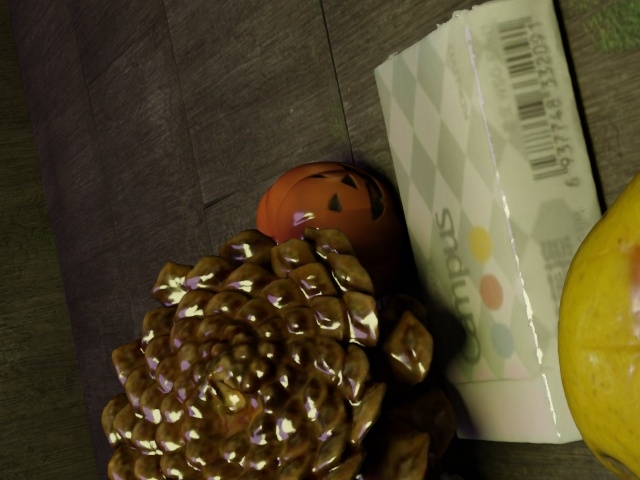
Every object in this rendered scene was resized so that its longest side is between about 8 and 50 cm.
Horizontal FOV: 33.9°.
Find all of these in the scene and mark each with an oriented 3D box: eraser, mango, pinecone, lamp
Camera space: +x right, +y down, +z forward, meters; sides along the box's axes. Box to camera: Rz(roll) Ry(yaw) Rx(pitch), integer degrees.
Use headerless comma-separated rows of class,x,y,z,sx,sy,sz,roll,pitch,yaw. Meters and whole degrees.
eraser,0.172,-0.011,1.000,0.213,0.082,0.397,-21,81,63
mango,0.299,0.026,0.702,0.253,0.182,0.365,55,132,42
pinecone,-0.017,0.193,1.081,0.384,0.384,0.385,29,124,55
lamp,0.000,0.000,1.234,0.187,0.163,0.188,20,112,60

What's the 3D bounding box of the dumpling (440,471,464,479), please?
dumpling,0.140,0.366,1.114,0.193,0.147,0.258,120,148,-52
